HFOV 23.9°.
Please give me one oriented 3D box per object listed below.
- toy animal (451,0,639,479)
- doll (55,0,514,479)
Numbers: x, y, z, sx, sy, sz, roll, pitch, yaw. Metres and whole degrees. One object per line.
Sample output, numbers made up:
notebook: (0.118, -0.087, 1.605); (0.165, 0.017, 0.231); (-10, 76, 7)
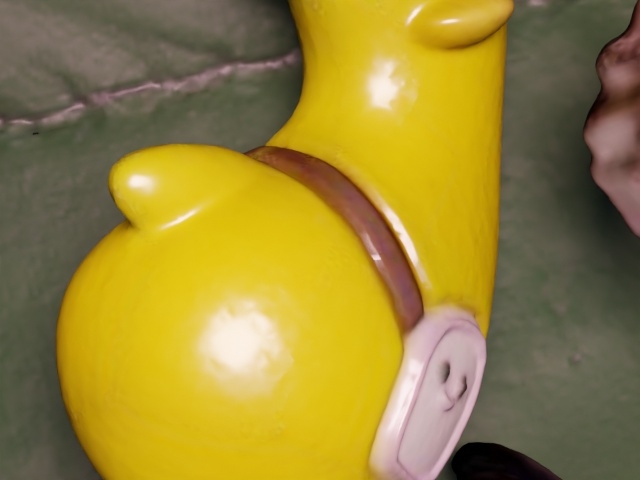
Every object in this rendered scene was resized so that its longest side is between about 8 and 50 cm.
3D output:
toy animal: (0.172, 0.096, 0.556); (0.302, 0.194, 0.344); (31, 87, -13)
doll: (0.000, 0.000, 0.568); (0.199, 0.145, 0.363); (29, 78, -46)
